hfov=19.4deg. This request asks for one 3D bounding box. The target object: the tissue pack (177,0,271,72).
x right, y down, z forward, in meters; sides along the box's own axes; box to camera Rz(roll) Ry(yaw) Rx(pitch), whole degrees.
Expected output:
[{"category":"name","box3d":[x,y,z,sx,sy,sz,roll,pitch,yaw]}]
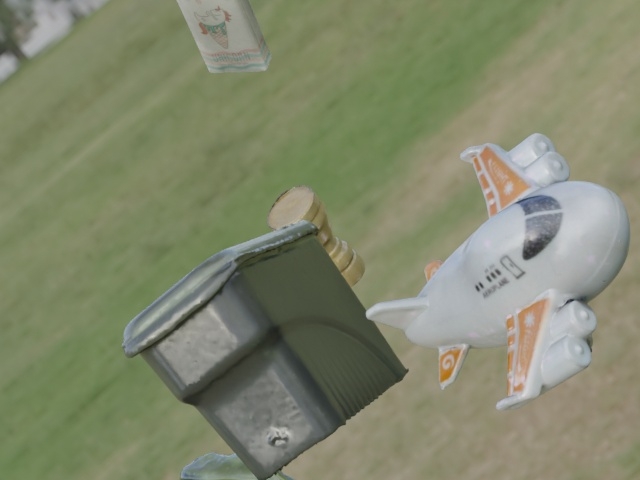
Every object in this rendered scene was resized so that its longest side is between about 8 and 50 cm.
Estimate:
[{"category":"tissue pack","box3d":[-0.081,-0.181,1.548,0.056,0.108,0.023,-2,52,19]}]

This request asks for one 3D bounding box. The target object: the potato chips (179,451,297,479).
[{"category":"potato chips","box3d":[-0.106,0.392,1.728,0.373,0.097,0.389,-50,42,-7]}]

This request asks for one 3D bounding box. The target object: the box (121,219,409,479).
[{"category":"box","box3d":[-0.037,0.095,1.652,0.138,0.178,0.274,-39,-5,21]}]

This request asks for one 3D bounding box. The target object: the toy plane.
[{"category":"toy plane","box3d":[0.152,0.026,1.546,0.244,0.117,0.245,-30,52,46]}]

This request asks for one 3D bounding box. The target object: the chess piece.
[{"category":"chess piece","box3d":[0.000,0.000,2.101,0.066,0.122,0.066,-27,36,22]}]
